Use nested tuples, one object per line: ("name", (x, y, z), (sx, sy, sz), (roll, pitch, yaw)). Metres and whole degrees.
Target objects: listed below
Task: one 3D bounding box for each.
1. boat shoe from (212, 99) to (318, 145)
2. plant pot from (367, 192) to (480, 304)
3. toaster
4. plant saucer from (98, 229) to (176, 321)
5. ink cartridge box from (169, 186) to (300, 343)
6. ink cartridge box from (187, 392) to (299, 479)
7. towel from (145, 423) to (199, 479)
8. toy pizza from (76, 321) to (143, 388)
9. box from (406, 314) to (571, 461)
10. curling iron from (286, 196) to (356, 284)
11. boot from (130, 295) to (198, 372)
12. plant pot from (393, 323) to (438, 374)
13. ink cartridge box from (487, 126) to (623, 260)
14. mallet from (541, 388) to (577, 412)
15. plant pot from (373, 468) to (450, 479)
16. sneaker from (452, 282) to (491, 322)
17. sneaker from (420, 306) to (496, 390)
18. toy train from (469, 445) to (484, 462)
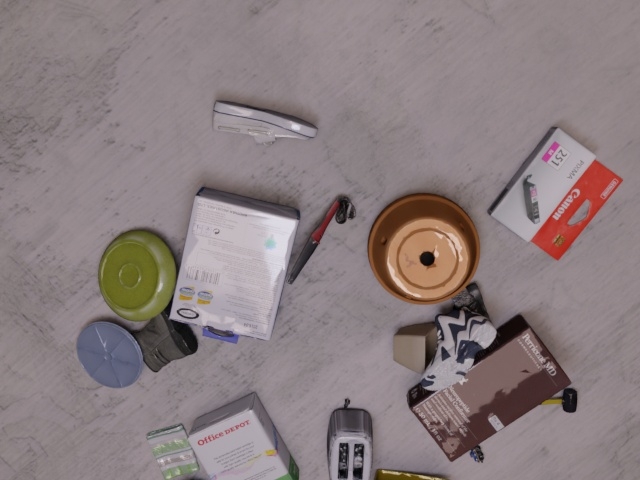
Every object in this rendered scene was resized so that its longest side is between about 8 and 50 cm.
("boat shoe", (-0.142, -0.279, 1.727), (0.268, 0.096, 0.088), (13, 107, -1))
("plant pot", (0.261, 0.032, 1.718), (0.291, 0.203, 0.290), (1, 97, 4))
("toaster", (0.083, 0.565, 1.891), (0.129, 0.146, 0.227), (4, 103, -1))
("plant saucer", (-0.487, 0.091, 1.799), (0.241, 0.037, 0.241), (-1, 87, 21))
("ink cartridge box", (-0.226, 0.088, 1.783), (0.270, 0.151, 0.395), (13, 101, -3))
("ink cartridge box", (-0.210, 0.592, 1.918), (0.201, 0.117, 0.278), (-26, 102, 7))
("towel", (-0.420, 0.605, 1.973), (0.113, 0.023, 0.152), (-17, 102, 6))
("toy pizza", (-0.571, 0.310, 1.887), (0.201, 0.032, 0.201), (5, 109, 14))
("box", (0.438, 0.390, 1.828), (0.381, 0.143, 0.191), (-38, 93, 8))
("curling iron", (0.000, 0.000, 1.770), (0.068, 0.035, 0.274), (39, 78, -5))
("boot", (-0.453, 0.232, 1.862), (0.161, 0.083, 0.246), (-24, 97, 17))
("plant pot", (0.251, 0.281, 1.842), (0.096, 0.109, 0.109), (6, 105, 27))
("ink cartridge box", (0.606, -0.111, 1.770), (0.239, 0.060, 0.275), (34, 101, -5))
("mallet", (0.613, 0.435, 1.900), (0.190, 0.039, 0.062), (5, 103, -4))
("plant pot", (0.237, 0.762, 1.872), (0.212, 0.212, 0.187), (5, 96, 12))
("sneaker", (0.393, 0.178, 1.847), (0.089, 0.051, 0.170), (-20, 97, 6))
("sneaker", (0.327, 0.266, 1.784), (0.094, 0.153, 0.235), (32, 100, -28))
("toy train", (0.420, 0.559, 1.945), (0.036, 0.027, 0.158), (-22, 101, 10))
